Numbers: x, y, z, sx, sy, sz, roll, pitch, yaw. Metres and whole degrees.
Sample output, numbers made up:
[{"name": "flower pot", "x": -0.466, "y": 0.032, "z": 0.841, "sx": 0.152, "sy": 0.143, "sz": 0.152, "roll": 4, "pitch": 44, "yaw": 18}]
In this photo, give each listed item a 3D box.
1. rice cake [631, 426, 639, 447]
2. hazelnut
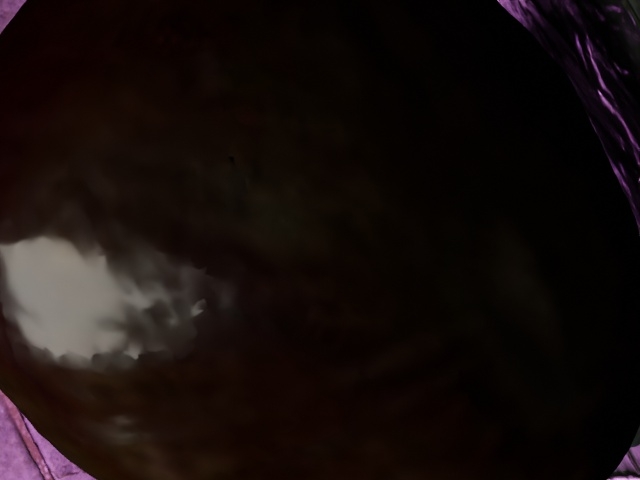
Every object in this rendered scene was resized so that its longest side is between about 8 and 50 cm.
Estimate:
[{"name": "rice cake", "x": 0.169, "y": 0.066, "z": 1.261, "sx": 0.180, "sy": 0.030, "sz": 0.042, "roll": 60, "pitch": 175, "yaw": 32}, {"name": "hazelnut", "x": 0.000, "y": 0.000, "z": 1.041, "sx": 0.421, "sy": 0.353, "sz": 0.421, "roll": 25, "pitch": 141, "yaw": 22}]
